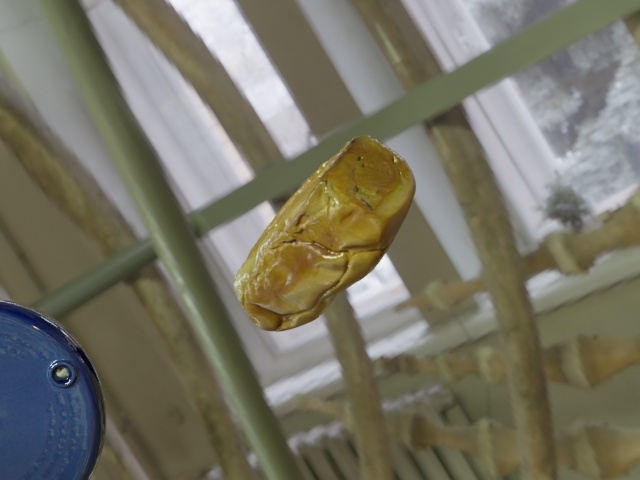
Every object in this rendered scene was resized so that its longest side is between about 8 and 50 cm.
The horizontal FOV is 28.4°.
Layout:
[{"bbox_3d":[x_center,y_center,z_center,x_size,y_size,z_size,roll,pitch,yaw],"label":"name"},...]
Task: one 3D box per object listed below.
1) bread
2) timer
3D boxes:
[{"bbox_3d":[0.000,0.000,1.668,0.294,0.132,0.167,-48,13,45],"label":"bread"},{"bbox_3d":[-0.389,0.179,1.540,0.270,0.270,0.383,-32,9,-2],"label":"timer"}]
